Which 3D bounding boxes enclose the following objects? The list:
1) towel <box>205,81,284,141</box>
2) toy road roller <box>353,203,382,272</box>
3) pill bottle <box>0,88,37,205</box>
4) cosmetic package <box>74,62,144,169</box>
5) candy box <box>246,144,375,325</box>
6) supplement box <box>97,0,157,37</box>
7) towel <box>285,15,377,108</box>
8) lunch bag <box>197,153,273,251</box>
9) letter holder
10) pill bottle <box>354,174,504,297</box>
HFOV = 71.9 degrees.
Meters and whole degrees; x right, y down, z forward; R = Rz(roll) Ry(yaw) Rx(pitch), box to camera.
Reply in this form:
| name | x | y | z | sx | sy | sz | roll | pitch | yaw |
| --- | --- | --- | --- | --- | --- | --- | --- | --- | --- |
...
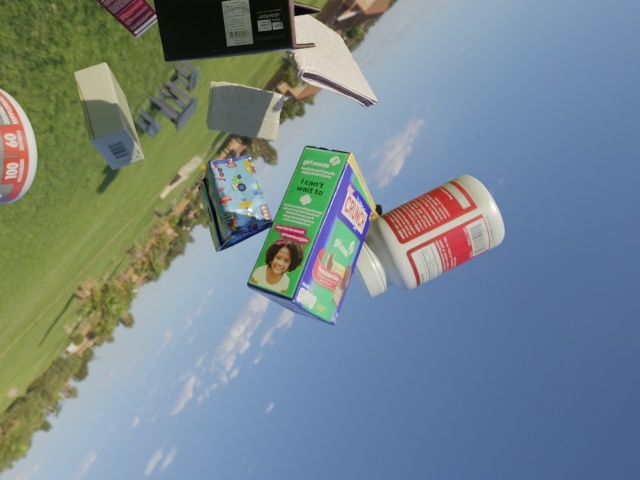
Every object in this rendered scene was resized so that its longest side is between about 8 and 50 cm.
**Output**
| name | x | y | z | sx | sy | sz | roll | pitch | yaw |
| --- | --- | --- | --- | --- | --- | --- | --- | --- | --- |
| towel | -0.291 | -0.494 | 1.692 | 0.049 | 0.282 | 0.187 | -106 | -153 | -68 |
| toy road roller | 0.147 | 0.018 | 1.751 | 0.241 | 0.202 | 0.330 | -96 | -174 | -59 |
| pill bottle | -0.634 | -0.132 | 0.622 | 0.210 | 0.210 | 0.363 | -41 | 176 | 24 |
| cosmetic package | -0.689 | -0.406 | 1.442 | 0.113 | 0.310 | 0.160 | -23 | 154 | -9 |
| candy box | 0.000 | 0.000 | 0.966 | 0.318 | 0.122 | 0.268 | -70 | 156 | -13 |
| supplement box | -0.702 | -0.857 | 1.593 | 0.130 | 0.073 | 0.239 | -37 | 169 | 4 |
| towel | -0.002 | -0.547 | 1.291 | 0.053 | 0.316 | 0.332 | -41 | -121 | 33 |
| lunch bag | -0.288 | -0.099 | 1.347 | 0.138 | 0.221 | 0.293 | -17 | 176 | -33 |
| letter holder | -0.151 | -0.465 | 0.918 | 0.301 | 0.152 | 0.214 | 4 | -157 | 23 |
| pill bottle | 0.284 | -0.002 | 1.260 | 0.407 | 0.229 | 0.229 | -26 | -165 | -1 |
